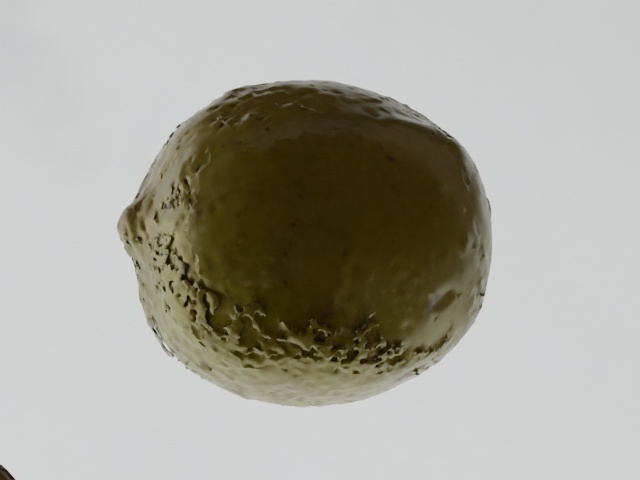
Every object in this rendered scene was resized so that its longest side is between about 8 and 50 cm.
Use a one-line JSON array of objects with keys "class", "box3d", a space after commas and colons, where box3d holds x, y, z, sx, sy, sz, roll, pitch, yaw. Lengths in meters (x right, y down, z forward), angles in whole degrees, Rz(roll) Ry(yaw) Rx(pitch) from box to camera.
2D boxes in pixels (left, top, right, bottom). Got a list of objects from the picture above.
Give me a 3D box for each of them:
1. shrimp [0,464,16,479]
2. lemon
[{"class": "shrimp", "box3d": [-0.193, 0.129, 0.600, 0.095, 0.162, 0.045, 29, -130, -17]}, {"class": "lemon", "box3d": [0.000, 0.000, 0.990, 0.310, 0.258, 0.258, -4, -115, -27]}]
